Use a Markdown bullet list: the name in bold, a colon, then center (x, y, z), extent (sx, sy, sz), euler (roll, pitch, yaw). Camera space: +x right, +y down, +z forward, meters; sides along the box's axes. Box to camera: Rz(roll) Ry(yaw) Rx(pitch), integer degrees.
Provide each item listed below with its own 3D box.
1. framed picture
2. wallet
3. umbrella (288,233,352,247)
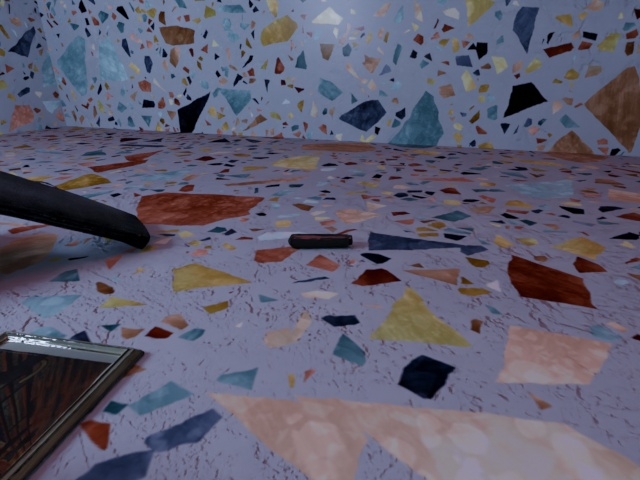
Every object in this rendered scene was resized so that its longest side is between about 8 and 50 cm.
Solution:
- **framed picture**: center (-0.356, 0.182, 0.414), extent (0.216, 0.016, 0.273), euler (4, 23, 10)
- **wallet**: center (-0.533, -0.071, 0.771), extent (0.378, 0.046, 0.190), euler (20, 9, -39)
- **umbrella**: center (0.000, 0.000, 0.825), extent (0.132, 0.031, 0.036), euler (0, 24, -1)
